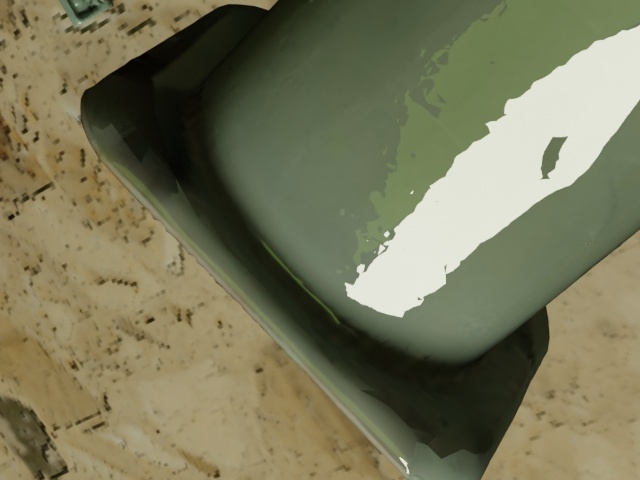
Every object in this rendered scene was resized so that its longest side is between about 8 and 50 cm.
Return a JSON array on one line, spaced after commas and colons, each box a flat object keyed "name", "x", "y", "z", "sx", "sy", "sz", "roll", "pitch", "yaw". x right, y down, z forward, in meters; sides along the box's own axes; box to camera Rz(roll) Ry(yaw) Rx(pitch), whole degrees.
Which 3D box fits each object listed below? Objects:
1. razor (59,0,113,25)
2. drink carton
[{"name": "razor", "x": -0.049, "y": -0.146, "z": 0.668, "sx": 0.191, "sy": 0.037, "sz": 0.068, "roll": -21, "pitch": 106, "yaw": 34}, {"name": "drink carton", "x": 0.060, "y": -0.063, "z": 0.583, "sx": 0.185, "sy": 0.191, "sz": 0.189, "roll": 43, "pitch": 118, "yaw": 2}]
